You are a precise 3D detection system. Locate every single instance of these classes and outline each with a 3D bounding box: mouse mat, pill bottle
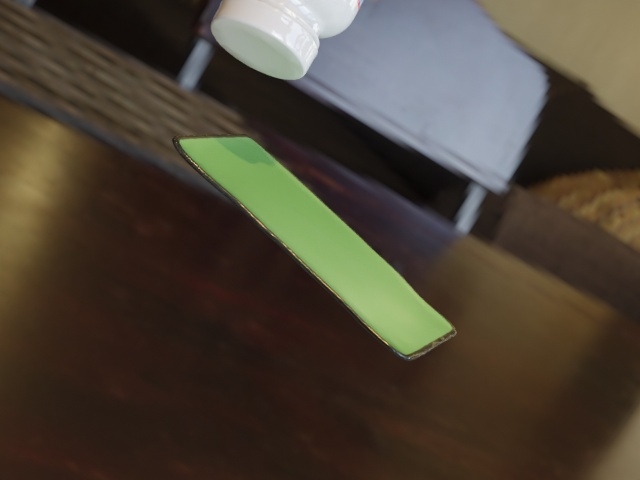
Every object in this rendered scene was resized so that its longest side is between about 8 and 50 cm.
[{"bbox_3d":[0.000,0.000,1.091,0.190,0.007,0.152,44,14,9],"label":"mouse mat"},{"bbox_3d":[-0.004,-0.183,1.124,0.087,0.160,0.087,25,-17,8],"label":"pill bottle"}]
